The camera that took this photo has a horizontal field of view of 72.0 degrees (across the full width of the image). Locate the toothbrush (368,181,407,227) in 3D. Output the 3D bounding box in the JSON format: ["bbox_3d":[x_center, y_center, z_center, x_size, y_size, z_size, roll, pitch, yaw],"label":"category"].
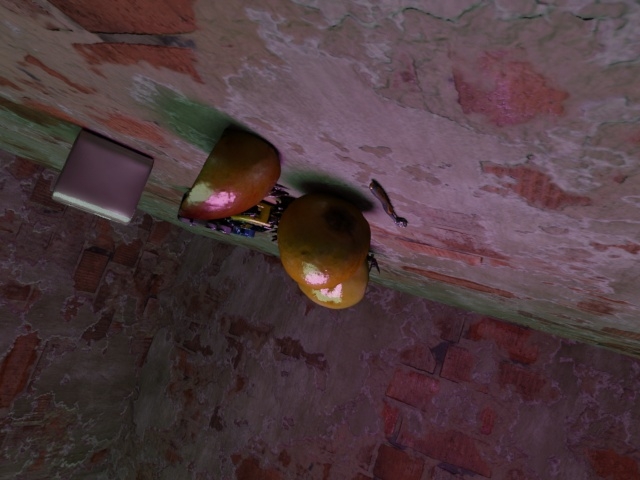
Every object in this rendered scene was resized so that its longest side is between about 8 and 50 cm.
[{"bbox_3d":[0.173,-0.084,1.126,0.031,0.023,0.321,6,168,26],"label":"toothbrush"}]

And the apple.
[{"bbox_3d":[-0.231,-0.146,1.079,0.254,0.179,0.346,-12,178,-22],"label":"apple"}]

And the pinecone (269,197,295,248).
[{"bbox_3d":[-0.099,-0.046,1.463,0.163,0.165,0.163,14,168,3],"label":"pinecone"}]

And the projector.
[{"bbox_3d":[-0.747,-0.207,1.526,0.249,0.248,0.248,23,171,-26],"label":"projector"}]

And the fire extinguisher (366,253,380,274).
[{"bbox_3d":[0.163,0.089,1.972,0.252,0.106,0.075,14,-166,30],"label":"fire extinguisher"}]

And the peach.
[{"bbox_3d":[0.048,0.122,1.826,0.315,0.314,0.281,16,-153,6],"label":"peach"}]

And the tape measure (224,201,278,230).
[{"bbox_3d":[-0.262,-0.102,1.654,0.186,0.112,0.199,14,168,-20],"label":"tape measure"}]

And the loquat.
[{"bbox_3d":[0.000,0.000,1.231,0.275,0.275,0.275,18,171,3],"label":"loquat"}]

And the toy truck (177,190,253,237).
[{"bbox_3d":[-0.423,-0.104,1.857,0.367,0.146,0.175,14,175,27],"label":"toy truck"}]

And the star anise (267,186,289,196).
[{"bbox_3d":[-0.176,-0.155,1.303,0.157,0.053,0.212,21,168,11],"label":"star anise"}]
